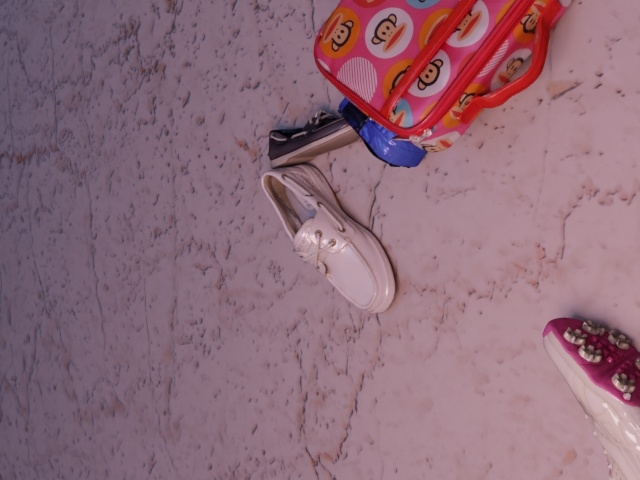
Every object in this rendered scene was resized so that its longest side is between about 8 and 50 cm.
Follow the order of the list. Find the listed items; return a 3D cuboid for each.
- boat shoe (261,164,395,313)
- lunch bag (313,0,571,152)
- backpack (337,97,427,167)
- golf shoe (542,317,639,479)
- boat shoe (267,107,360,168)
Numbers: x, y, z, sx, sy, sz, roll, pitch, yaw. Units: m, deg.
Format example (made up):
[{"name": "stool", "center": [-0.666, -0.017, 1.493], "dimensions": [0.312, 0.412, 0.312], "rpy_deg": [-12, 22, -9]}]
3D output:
[{"name": "boat shoe", "center": [0.000, 0.000, 1.536], "dimensions": [0.277, 0.096, 0.098], "rpy_deg": [51, 126, 31]}, {"name": "lunch bag", "center": [0.156, -0.257, 1.293], "dimensions": [0.258, 0.120, 0.293], "rpy_deg": [45, 103, 32]}, {"name": "backpack", "center": [0.097, -0.160, 1.422], "dimensions": [0.101, 0.098, 0.120], "rpy_deg": [-54, 54, 34]}, {"name": "golf shoe", "center": [0.340, 0.213, 1.179], "dimensions": [0.306, 0.115, 0.140], "rpy_deg": [49, 128, 35]}, {"name": "boat shoe", "center": [-0.011, -0.157, 1.555], "dimensions": [0.206, 0.075, 0.065], "rpy_deg": [-19, 82, 51]}]
